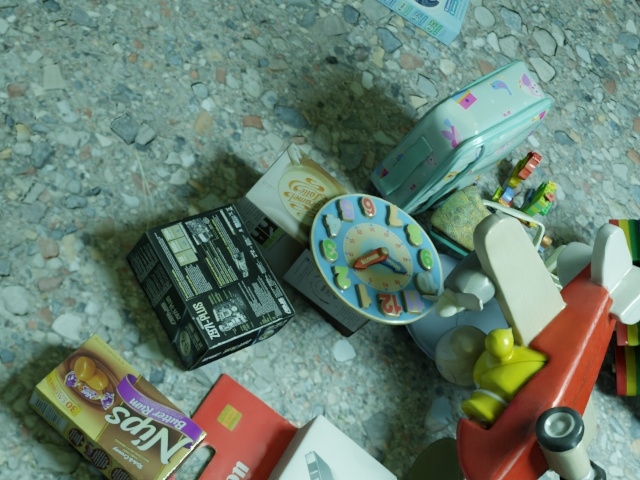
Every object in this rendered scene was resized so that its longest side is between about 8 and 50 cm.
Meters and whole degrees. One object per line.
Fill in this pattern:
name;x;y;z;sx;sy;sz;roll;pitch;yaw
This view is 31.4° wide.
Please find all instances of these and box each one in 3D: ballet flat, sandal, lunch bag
ballet flat;0.329;0.034;1.767;0.349;0.123;0.123;35;49;-14
sandal;0.156;0.384;1.507;0.079;0.088;0.240;54;37;-37
lunch bag;0.204;-0.140;1.721;0.224;0.279;0.108;-32;81;-30

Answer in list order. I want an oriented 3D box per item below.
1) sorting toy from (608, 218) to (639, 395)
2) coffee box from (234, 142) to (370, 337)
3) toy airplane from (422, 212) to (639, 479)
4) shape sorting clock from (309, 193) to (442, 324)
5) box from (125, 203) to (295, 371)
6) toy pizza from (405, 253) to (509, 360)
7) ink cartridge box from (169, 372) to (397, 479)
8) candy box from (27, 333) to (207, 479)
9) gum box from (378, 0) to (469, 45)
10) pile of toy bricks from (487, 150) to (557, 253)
sorting toy;0.499;0.114;1.788;0.090;0.257;0.255;-2;46;12
coffee box;0.000;0.000;1.620;0.246;0.098;0.141;42;49;-3
toy airplane;0.288;0.146;1.558;0.384;0.273;0.385;-7;100;-55
shape sorting clock;0.079;0.022;1.561;0.206;0.040;0.206;15;56;-24
box;-0.145;0.060;1.506;0.147;0.077;0.180;-21;74;-39
toy pizza;0.200;0.112;1.719;0.201;0.032;0.201;15;54;-22
ink cartridge box;-0.075;0.330;1.390;0.261;0.066;0.296;39;49;-6
candy box;-0.242;0.213;1.359;0.187;0.053;0.109;41;49;5
gum box;0.181;-0.458;2.057;0.184;0.041;0.157;30;51;-12
pile of toy bricks;0.347;-0.055;1.866;0.118;0.105;0.212;37;49;-7
